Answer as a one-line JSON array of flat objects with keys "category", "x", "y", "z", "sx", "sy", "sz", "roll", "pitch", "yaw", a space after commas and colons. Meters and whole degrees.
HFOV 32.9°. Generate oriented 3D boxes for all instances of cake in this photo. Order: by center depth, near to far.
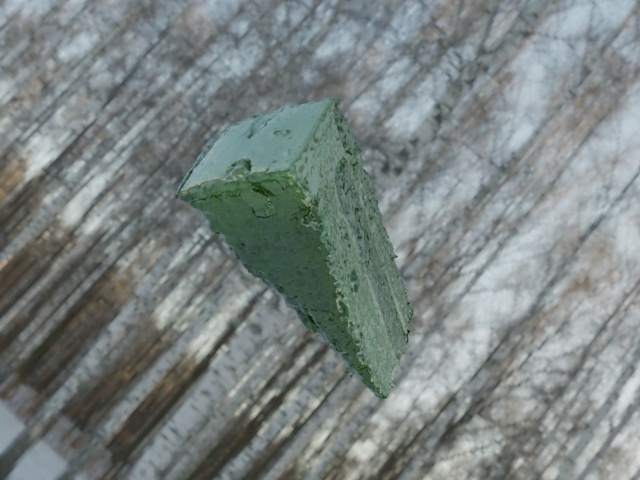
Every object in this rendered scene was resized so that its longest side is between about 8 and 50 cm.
[{"category": "cake", "x": 0.019, "y": 0.009, "z": 0.778, "sx": 0.099, "sy": 0.100, "sz": 0.235, "roll": -21, "pitch": -60, "yaw": 37}]
